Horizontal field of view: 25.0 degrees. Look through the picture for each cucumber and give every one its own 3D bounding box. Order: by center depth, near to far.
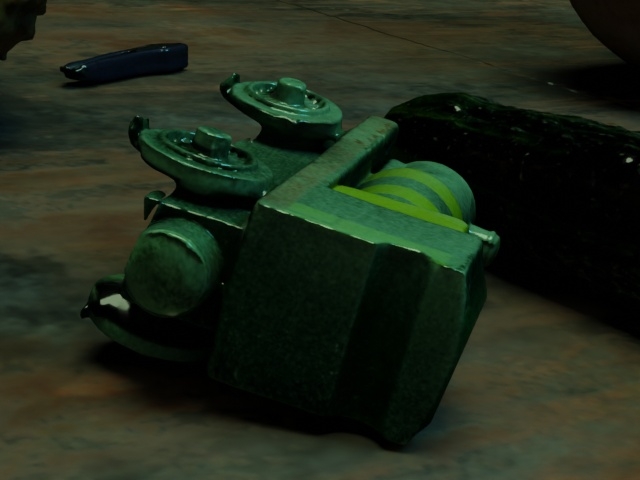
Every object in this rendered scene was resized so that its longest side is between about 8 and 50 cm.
[{"bbox_3d":[0.110,-0.016,0.613,0.074,0.074,0.241,-8,19,-37],"label":"cucumber"}]

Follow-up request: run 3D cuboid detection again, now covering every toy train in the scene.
[{"bbox_3d":[0.000,-0.001,0.530,0.132,0.083,0.200,20,20,9],"label":"toy train"}]

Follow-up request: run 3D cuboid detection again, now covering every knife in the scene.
[{"bbox_3d":[-0.129,-0.116,0.950,0.031,0.018,0.121,12,20,27],"label":"knife"}]

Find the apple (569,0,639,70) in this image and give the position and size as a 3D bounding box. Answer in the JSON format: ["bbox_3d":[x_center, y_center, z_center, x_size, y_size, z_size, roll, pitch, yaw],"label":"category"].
[{"bbox_3d":[0.311,-0.256,1.051,0.344,0.345,0.269,-9,6,-39],"label":"apple"}]

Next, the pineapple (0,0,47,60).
[{"bbox_3d":[-0.263,-0.177,0.855,0.202,0.202,0.362,0,6,-15],"label":"pineapple"}]
